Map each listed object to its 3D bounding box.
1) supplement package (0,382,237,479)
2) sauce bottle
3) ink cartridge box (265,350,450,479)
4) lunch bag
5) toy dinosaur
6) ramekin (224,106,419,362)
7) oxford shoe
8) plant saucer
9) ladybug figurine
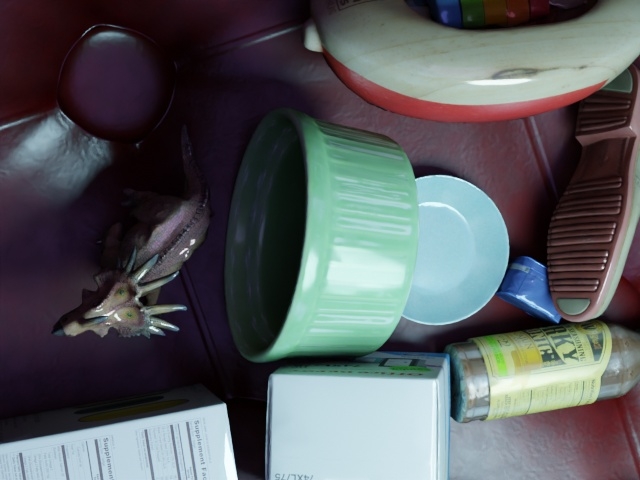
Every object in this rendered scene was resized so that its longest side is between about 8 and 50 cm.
[{"bbox_3d":[-0.238,0.293,1.738,0.262,0.199,0.198,-9,93,-12],"label":"supplement package"},{"bbox_3d":[0.331,0.162,1.956,0.344,0.111,0.111,-8,94,-14],"label":"sauce bottle"},{"bbox_3d":[0.052,0.242,1.787,0.198,0.270,0.197,1,92,7],"label":"ink cartridge box"},{"bbox_3d":[0.288,0.063,1.960,0.098,0.067,0.065,30,82,-14],"label":"lunch bag"},{"bbox_3d":[-0.194,0.009,1.781,0.127,0.200,0.296,32,85,-12],"label":"toy dinosaur"},{"bbox_3d":[0.000,0.000,1.782,0.148,0.303,0.303,7,91,-20],"label":"ramekin"},{"bbox_3d":[0.391,-0.052,1.933,0.130,0.123,0.348,25,77,-38],"label":"oxford shoe"},{"bbox_3d":[0.148,0.012,1.942,0.195,0.037,0.195,0,92,-12],"label":"plant saucer"},{"bbox_3d":[0.192,-0.258,1.843,0.449,0.305,0.162,-5,138,-11],"label":"ladybug figurine"}]
